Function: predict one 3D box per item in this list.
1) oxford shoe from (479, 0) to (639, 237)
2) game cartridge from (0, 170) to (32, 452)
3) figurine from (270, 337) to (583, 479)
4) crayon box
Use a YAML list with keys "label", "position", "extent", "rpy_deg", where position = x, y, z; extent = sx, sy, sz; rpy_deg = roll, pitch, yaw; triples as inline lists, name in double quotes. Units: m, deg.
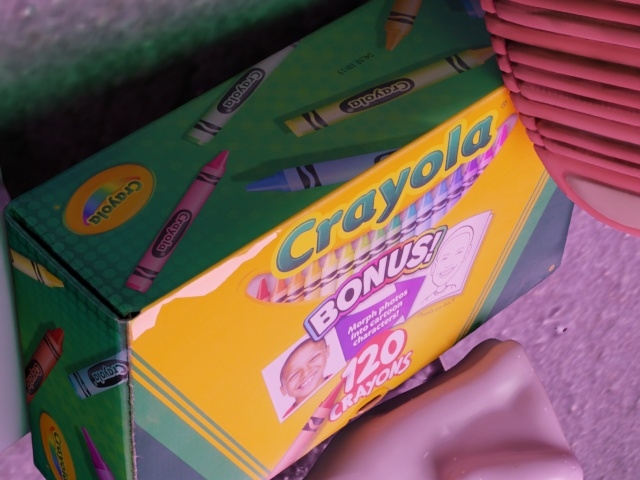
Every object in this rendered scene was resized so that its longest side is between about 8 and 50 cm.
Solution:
- label: "oxford shoe"
  position: [0.147, -0.181, 0.633]
  extent: [0.146, 0.140, 0.397]
  rpy_deg: [-43, 142, -41]
- label: "game cartridge"
  position: [-0.253, 0.075, 0.672]
  extent: [0.294, 0.060, 0.196]
  rpy_deg: [-24, 139, -21]
- label: "figurine"
  position: [-0.003, 0.127, 0.858]
  extent: [0.209, 0.092, 0.215]
  rpy_deg: [-22, -177, -15]
- label: "crayon box"
  position: [0.000, 0.000, 0.752]
  extent: [0.278, 0.081, 0.165]
  rpy_deg: [-33, 146, -30]
